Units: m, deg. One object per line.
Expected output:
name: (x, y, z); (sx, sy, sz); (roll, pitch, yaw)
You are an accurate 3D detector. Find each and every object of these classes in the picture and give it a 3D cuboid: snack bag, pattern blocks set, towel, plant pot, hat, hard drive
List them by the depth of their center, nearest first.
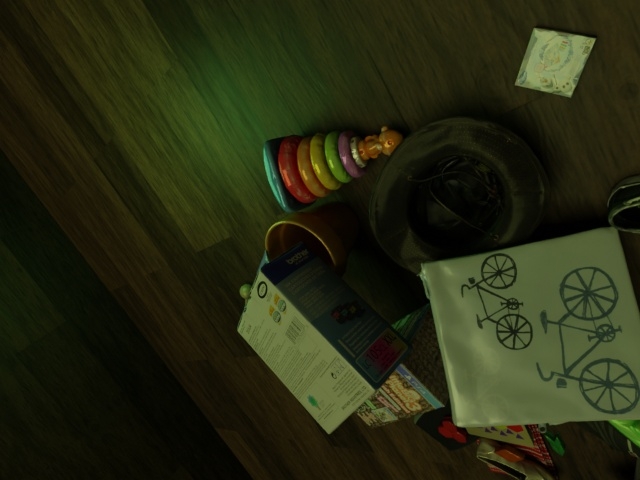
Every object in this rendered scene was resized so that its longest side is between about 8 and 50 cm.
snack bag: (0.371, 0.166, 0.743); (0.342, 0.037, 0.323); (-13, 84, 17)
hat: (0.261, -0.083, 0.831); (0.331, 0.134, 0.331); (8, 117, 17)
pattern blocks set: (0.410, 0.428, 1.030); (0.324, 0.026, 0.285); (-1, 121, 44)
plant pot: (0.000, 0.000, 1.053); (0.205, 0.188, 0.205); (20, 130, 26)
towel: (0.523, 0.567, 1.179); (0.198, 0.031, 0.275); (-12, 112, 44)
hard drive: (0.371, 0.499, 1.186); (0.172, 0.054, 0.255); (35, 138, 13)

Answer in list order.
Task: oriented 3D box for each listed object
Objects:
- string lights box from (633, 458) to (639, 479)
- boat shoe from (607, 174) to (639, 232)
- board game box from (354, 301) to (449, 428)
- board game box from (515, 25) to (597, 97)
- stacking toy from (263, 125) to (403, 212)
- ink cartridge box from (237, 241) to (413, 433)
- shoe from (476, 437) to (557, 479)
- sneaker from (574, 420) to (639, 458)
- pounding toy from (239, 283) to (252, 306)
string lights box: (0.801, 0.639, 0.979); (0.133, 0.077, 0.260); (6, 124, 37)
boat shoe: (0.596, -0.055, 0.607); (0.306, 0.105, 0.113); (4, 122, 36)
board game box: (0.212, 0.324, 1.095); (0.141, 0.232, 0.291); (44, 137, 1)
board game box: (0.372, -0.285, 0.675); (0.090, 0.020, 0.090); (23, 133, 22)
stacking toy: (0.041, -0.184, 0.933); (0.301, 0.165, 0.175); (-13, 100, 31)
ink cartridge box: (-0.031, 0.197, 0.953); (0.395, 0.151, 0.270); (42, 137, 15)
shoe: (0.531, 0.622, 1.148); (0.219, 0.058, 0.077); (26, 137, 22)
sneaker: (0.493, 0.250, 0.854); (0.483, 0.185, 0.202); (51, 153, 11)
pounding toy: (-0.187, 0.266, 1.480); (0.237, 0.110, 0.183); (54, 158, 37)
